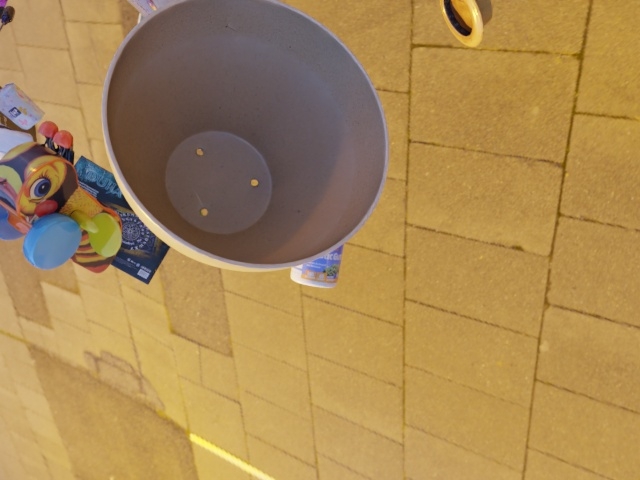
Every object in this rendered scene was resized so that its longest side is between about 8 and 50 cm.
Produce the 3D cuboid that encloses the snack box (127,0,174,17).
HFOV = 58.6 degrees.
[{"bbox_3d":[-0.290,-0.429,0.928,0.207,0.070,0.174,46,175,10],"label":"snack box"}]

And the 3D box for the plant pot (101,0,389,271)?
[{"bbox_3d":[-0.094,-0.092,0.632,0.284,0.284,0.191,57,154,-1],"label":"plant pot"}]

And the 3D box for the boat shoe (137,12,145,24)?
[{"bbox_3d":[-0.493,-0.591,1.684,0.072,0.068,0.190,15,110,36],"label":"boat shoe"}]

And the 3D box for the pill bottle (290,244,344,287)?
[{"bbox_3d":[0.000,0.000,1.780,0.152,0.152,0.272,13,97,32],"label":"pill bottle"}]

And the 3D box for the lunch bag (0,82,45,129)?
[{"bbox_3d":[-0.521,-0.231,0.982,0.083,0.053,0.071,13,150,47],"label":"lunch bag"}]

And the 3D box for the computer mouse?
[{"bbox_3d":[-0.473,-0.134,0.877,0.192,0.042,0.106,17,117,3],"label":"computer mouse"}]

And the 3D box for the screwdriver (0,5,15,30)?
[{"bbox_3d":[-0.635,-0.426,1.134,0.025,0.170,0.024,-31,132,20],"label":"screwdriver"}]

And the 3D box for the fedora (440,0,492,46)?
[{"bbox_3d":[0.381,-0.594,1.456,0.194,0.079,0.194,62,176,8],"label":"fedora"}]

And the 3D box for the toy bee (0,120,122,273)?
[{"bbox_3d":[-0.320,-0.048,0.684,0.195,0.298,0.162,32,89,-2],"label":"toy bee"}]

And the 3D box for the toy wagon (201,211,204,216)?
[{"bbox_3d":[-0.293,-0.141,1.060,0.344,0.068,0.267,-27,88,54],"label":"toy wagon"}]

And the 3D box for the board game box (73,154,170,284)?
[{"bbox_3d":[-0.319,-0.030,0.887,0.186,0.126,0.026,32,169,-15],"label":"board game box"}]

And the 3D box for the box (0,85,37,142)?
[{"bbox_3d":[-0.877,-0.169,1.095,0.472,0.479,0.298,104,156,-79],"label":"box"}]

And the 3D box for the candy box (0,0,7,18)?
[{"bbox_3d":[-0.449,-0.390,0.692,0.233,0.159,0.071,-49,58,26],"label":"candy box"}]
